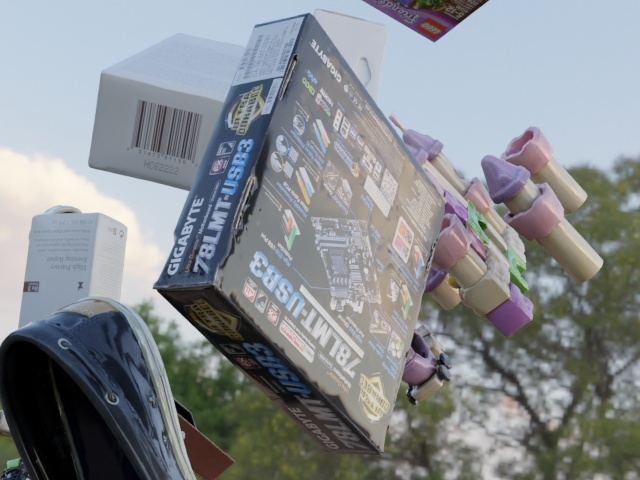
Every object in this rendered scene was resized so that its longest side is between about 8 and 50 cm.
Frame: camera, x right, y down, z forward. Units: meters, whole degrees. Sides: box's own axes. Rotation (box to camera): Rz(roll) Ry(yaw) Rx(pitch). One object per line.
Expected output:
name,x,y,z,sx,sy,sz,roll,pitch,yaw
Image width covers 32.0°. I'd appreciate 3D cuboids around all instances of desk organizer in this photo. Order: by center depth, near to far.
desk organizer,-0.180,0.277,1.546,0.130,0.050,0.047,47,5,-30

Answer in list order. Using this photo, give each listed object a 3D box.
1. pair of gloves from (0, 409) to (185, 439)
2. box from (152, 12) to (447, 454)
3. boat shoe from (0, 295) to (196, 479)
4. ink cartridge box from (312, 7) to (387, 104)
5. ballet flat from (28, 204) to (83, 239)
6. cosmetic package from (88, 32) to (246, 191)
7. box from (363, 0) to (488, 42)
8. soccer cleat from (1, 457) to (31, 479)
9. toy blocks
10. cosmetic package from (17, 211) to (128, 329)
pair of gloves,-0.303,0.238,1.399,0.204,0.042,0.240,13,-12,-31
box,0.000,0.000,1.017,0.073,0.293,0.295,-5,-37,34
boat shoe,-0.190,0.292,1.096,0.187,0.500,0.156,-29,-14,29
ink cartridge box,0.000,-0.149,1.342,0.092,0.160,0.219,13,-26,-8
ballet flat,-0.381,0.127,1.775,0.139,0.400,0.139,-15,-11,-3
cosmetic package,-0.205,-0.223,1.880,0.230,0.161,0.453,14,20,4
box,0.123,-0.434,1.710,0.293,0.057,0.201,25,-30,-22
soccer cleat,-0.437,0.351,1.587,0.060,0.072,0.179,-12,-1,2
toy blocks,0.156,-0.022,1.428,0.309,0.288,0.260,-40,-77,21
cosmetic package,-0.348,0.082,1.557,0.117,0.231,0.085,-2,-15,23
